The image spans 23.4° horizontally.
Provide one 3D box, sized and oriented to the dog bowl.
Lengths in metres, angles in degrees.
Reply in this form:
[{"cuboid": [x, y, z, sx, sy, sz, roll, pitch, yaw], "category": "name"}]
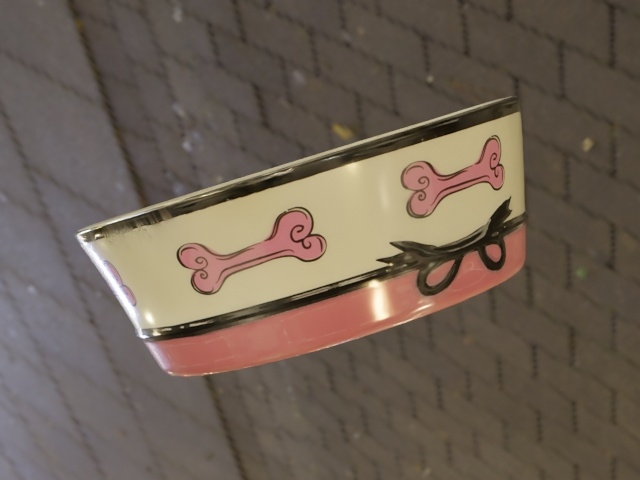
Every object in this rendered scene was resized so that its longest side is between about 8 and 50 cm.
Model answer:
[{"cuboid": [0.000, 0.000, 1.368, 0.408, 0.408, 0.150, -11, 98, 61], "category": "dog bowl"}]
